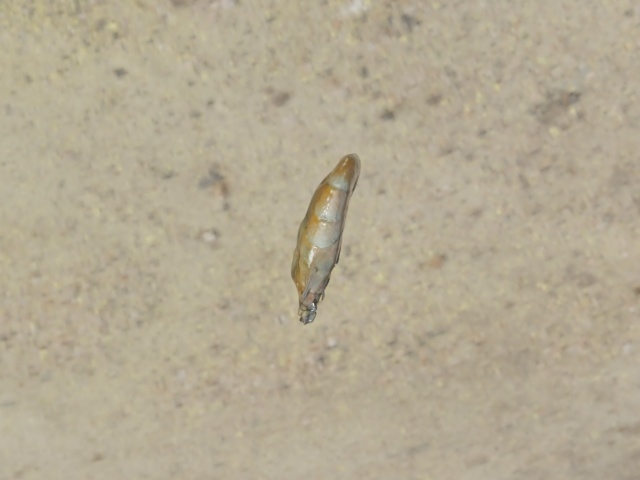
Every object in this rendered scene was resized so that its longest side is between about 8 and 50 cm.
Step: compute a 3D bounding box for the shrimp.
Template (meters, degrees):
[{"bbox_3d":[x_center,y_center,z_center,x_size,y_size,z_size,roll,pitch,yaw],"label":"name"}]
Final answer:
[{"bbox_3d":[0.005,-0.012,1.684,0.059,0.145,0.254,17,132,5],"label":"shrimp"}]
